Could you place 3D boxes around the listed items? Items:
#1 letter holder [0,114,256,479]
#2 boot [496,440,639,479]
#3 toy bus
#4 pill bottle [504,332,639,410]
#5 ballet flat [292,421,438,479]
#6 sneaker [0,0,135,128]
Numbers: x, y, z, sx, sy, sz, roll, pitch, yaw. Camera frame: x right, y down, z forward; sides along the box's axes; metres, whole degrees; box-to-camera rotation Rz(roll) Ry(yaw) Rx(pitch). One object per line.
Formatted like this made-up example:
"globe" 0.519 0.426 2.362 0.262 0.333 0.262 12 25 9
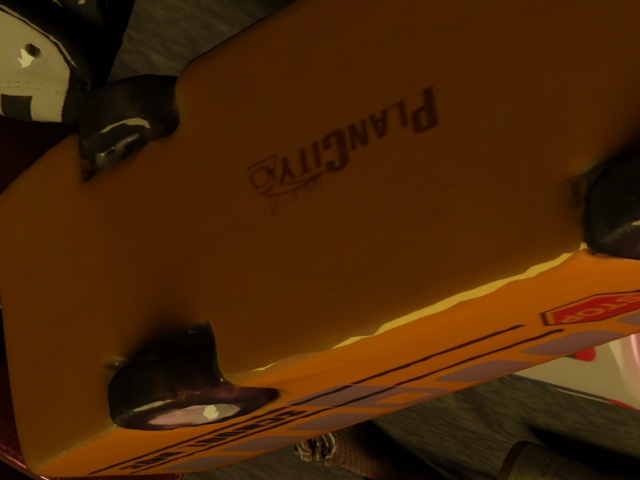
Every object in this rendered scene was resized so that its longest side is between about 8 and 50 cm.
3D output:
"letter holder" -0.177 0.045 0.788 0.152 0.214 0.302 -16 132 42
"boot" 0.240 0.222 1.047 0.165 0.077 0.213 8 152 43
"toy bus" 0.026 -0.011 0.447 0.333 0.108 0.130 -24 158 39
"pill bottle" 0.070 -0.002 0.569 0.180 0.108 0.108 11 157 43
"ballet flat" 0.043 0.209 1.322 0.084 0.058 0.250 14 159 37
"sneaker" -0.188 -0.164 0.446 0.258 0.169 0.447 10 166 21
